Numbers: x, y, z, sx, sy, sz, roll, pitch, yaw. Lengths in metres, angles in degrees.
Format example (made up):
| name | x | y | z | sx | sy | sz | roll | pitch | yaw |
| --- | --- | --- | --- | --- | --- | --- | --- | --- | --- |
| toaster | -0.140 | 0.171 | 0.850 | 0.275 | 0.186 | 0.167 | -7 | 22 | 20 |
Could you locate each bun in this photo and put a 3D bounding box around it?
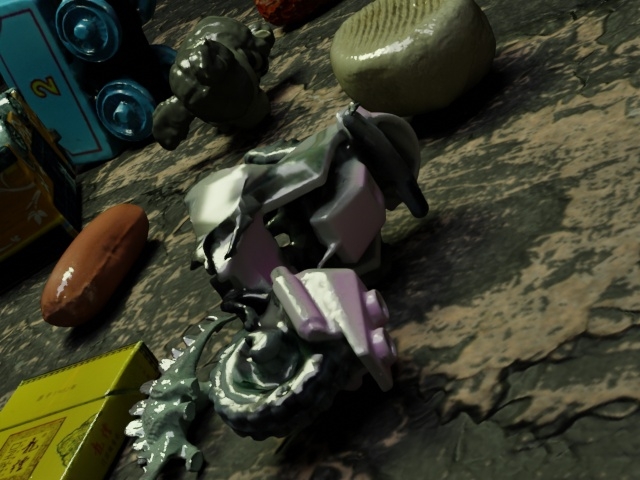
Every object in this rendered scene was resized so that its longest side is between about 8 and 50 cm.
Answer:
| name | x | y | z | sx | sy | sz | roll | pitch | yaw |
| --- | --- | --- | --- | --- | --- | --- | --- | --- | --- |
| bun | 0.100 | -0.187 | 0.952 | 0.166 | 0.113 | 0.173 | 3 | 41 | 42 |

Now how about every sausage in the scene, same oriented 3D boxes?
| name | x | y | z | sx | sy | sz | roll | pitch | yaw |
| --- | --- | --- | --- | --- | --- | --- | --- | --- | --- |
| sausage | -0.249 | 0.024 | 1.035 | 0.077 | 0.077 | 0.194 | -20 | 28 | 27 |

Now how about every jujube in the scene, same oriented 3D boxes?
| name | x | y | z | sx | sy | sz | roll | pitch | yaw |
| --- | --- | --- | --- | --- | --- | --- | --- | --- | --- |
| jujube | -0.030 | -0.432 | 1.564 | 0.176 | 0.109 | 0.112 | -27 | 59 | 7 |

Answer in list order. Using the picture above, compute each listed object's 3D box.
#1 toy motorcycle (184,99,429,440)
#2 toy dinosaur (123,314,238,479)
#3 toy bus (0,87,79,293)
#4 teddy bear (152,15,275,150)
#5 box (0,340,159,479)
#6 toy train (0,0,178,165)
| name | x | y | z | sx | sy | sz | roll | pitch | yaw |
| --- | --- | --- | --- | --- | --- | --- | --- | --- | --- |
| toy motorcycle | 0.000 | 0.000 | 0.700 | 0.188 | 0.143 | 0.327 | -27 | 32 | 13 |
| toy dinosaur | -0.109 | 0.119 | 0.731 | 0.082 | 0.039 | 0.209 | -20 | 27 | 30 |
| toy bus | -0.454 | -0.083 | 1.336 | 0.162 | 0.194 | 0.323 | -34 | 28 | 1 |
| teddy bear | -0.141 | -0.196 | 1.249 | 0.171 | 0.144 | 0.251 | -46 | 18 | 24 |
| box | -0.239 | 0.201 | 0.742 | 0.153 | 0.041 | 0.279 | -21 | 28 | 27 |
| toy train | -0.375 | -0.291 | 1.493 | 0.265 | 0.300 | 0.188 | -9 | 32 | 23 |
